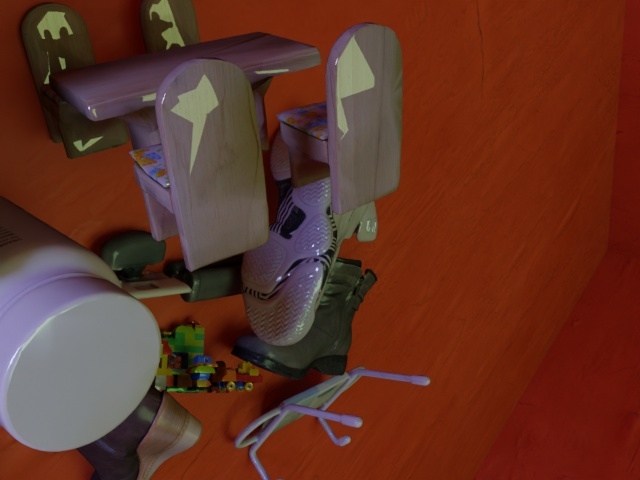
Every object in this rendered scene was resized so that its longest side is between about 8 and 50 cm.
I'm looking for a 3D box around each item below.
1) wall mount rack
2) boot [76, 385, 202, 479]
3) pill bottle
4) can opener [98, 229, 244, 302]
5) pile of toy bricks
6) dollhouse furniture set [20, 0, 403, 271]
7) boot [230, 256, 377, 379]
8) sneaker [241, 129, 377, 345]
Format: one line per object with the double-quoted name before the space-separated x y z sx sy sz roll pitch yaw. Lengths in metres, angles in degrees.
"wall mount rack" 0.024 0.324 1.126 0.350 0.130 0.304 -15 149 -47
"boot" -0.298 0.246 0.787 0.207 0.248 0.090 35 33 -24
"pill bottle" -0.283 0.060 0.549 0.160 0.283 0.160 -26 127 -41
"can opener" -0.178 0.034 0.843 0.283 0.076 0.095 -5 112 -52
"pile of toy bricks" -0.196 0.169 0.888 0.212 0.118 0.105 13 69 -37
"dollhouse furniture set" -0.193 -0.156 0.490 0.394 0.362 0.257 -23 126 -29
"boot" -0.021 0.122 1.075 0.338 0.118 0.223 19 90 -65
"sneaker" 0.000 0.000 0.936 0.210 0.137 0.366 42 51 -54
